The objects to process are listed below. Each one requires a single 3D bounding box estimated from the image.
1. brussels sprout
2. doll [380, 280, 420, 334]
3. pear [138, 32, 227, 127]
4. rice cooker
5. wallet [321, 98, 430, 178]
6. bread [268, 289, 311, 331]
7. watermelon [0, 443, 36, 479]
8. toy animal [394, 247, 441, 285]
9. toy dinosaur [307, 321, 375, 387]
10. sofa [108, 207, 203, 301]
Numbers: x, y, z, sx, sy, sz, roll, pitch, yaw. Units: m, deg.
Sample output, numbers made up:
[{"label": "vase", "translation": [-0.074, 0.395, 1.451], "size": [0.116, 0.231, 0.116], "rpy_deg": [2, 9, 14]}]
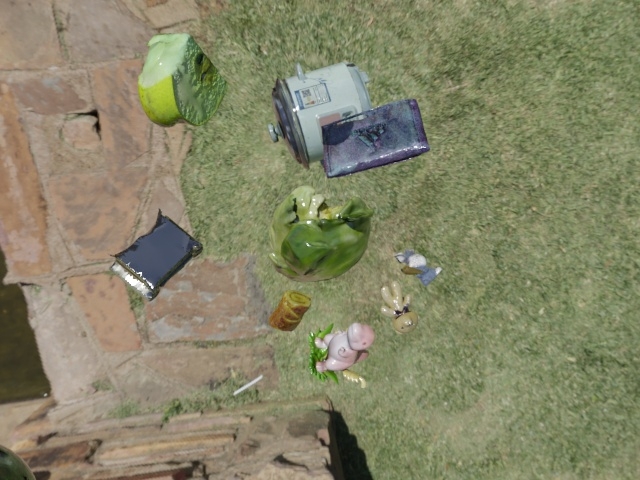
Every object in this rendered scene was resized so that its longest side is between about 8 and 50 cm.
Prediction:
[{"label": "brussels sprout", "translation": [0.000, 0.003, 0.640], "size": [0.139, 0.100, 0.181], "rpy_deg": [6, 133, -23]}, {"label": "doll", "translation": [0.141, 0.124, 0.852], "size": [0.061, 0.051, 0.093], "rpy_deg": [-26, 71, 1]}, {"label": "pear", "translation": [-0.466, -0.484, 1.515], "size": [0.176, 0.286, 0.282], "rpy_deg": [7, 73, 22]}, {"label": "rice cooker", "translation": [-0.005, -0.349, 1.316], "size": [0.317, 0.264, 0.316], "rpy_deg": [-7, 125, -10]}, {"label": "wallet", "translation": [0.083, -0.159, 0.747], "size": [0.166, 0.030, 0.111], "rpy_deg": [-14, 59, 15]}, {"label": "bread", "translation": [-0.122, 0.291, 1.920], "size": [0.132, 0.103, 0.172], "rpy_deg": [16, 127, -24]}, {"label": "watermelon", "translation": [-0.493, 0.366, 0.561], "size": [0.269, 0.269, 0.269], "rpy_deg": [0, 101, 0]}, {"label": "toy animal", "translation": [0.369, 0.103, 1.862], "size": [0.131, 0.127, 0.181], "rpy_deg": [-41, 75, -12]}, {"label": "toy dinosaur", "translation": [0.065, 0.248, 1.136], "size": [0.177, 0.152, 0.194], "rpy_deg": [-17, 133, 21]}, {"label": "sofa", "translation": [-0.536, 0.055, 1.554], "size": [0.200, 0.182, 0.258], "rpy_deg": [38, 66, 6]}]
